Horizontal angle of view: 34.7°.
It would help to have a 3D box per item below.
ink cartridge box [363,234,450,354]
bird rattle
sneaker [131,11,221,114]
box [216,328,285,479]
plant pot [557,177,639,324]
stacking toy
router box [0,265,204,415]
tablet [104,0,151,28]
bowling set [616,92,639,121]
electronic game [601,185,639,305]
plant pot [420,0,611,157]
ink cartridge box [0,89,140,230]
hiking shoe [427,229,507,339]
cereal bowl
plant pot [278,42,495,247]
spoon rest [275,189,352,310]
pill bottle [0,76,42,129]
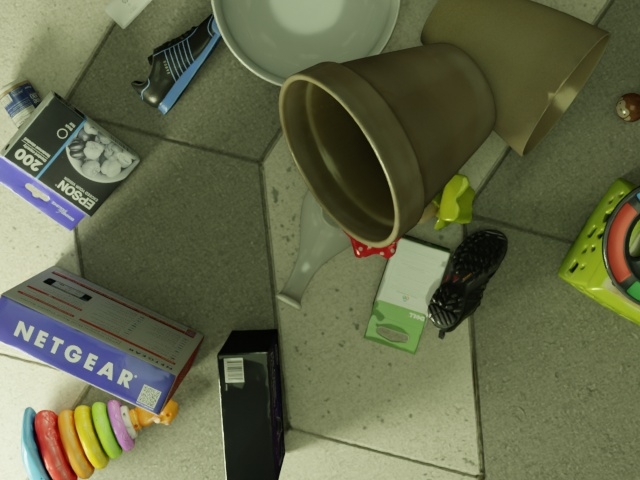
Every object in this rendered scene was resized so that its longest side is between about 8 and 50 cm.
[{"bbox_3d":[0.164,0.100,1.960,0.109,0.062,0.209,18,99,2],"label":"ink cartridge box"},{"bbox_3d":[0.156,-0.079,1.901,0.253,0.143,0.207,-19,61,8],"label":"bird rattle"},{"bbox_3d":[-0.258,-0.348,1.905,0.090,0.081,0.232,36,99,-8],"label":"sneaker"},{"bbox_3d":[-0.128,0.316,1.949,0.103,0.184,0.261,-3,99,1],"label":"box"},{"bbox_3d":[0.596,0.042,1.857,0.228,0.207,0.227,30,99,-3],"label":"plant pot"},{"bbox_3d":[-0.421,0.372,2.002,0.301,0.166,0.175,-21,113,-5],"label":"stacking toy"},{"bbox_3d":[-0.401,0.172,1.882,0.335,0.301,0.082,25,99,-1],"label":"router box"},{"bbox_3d":[-0.362,-0.446,1.933,0.083,0.006,0.054,-44,94,8],"label":"tablet"},{"bbox_3d":[0.646,-0.242,1.836,0.199,0.154,0.287,-21,97,6],"label":"bowling set"},{"bbox_3d":[0.589,0.008,1.723,0.229,0.048,0.229,0,99,2],"label":"electronic game"},{"bbox_3d":[0.323,-0.331,1.813,0.274,0.256,0.256,38,99,13],"label":"plant pot"},{"bbox_3d":[-0.486,-0.140,1.933,0.206,0.045,0.208,38,100,-27],"label":"ink cartridge box"},{"bbox_3d":[0.276,0.079,1.945,0.086,0.114,0.227,33,73,19],"label":"hiking shoe"},{"bbox_3d":[-0.025,-0.441,1.844,0.338,0.141,0.339,0,100,0],"label":"cereal bowl"},{"bbox_3d":[0.131,-0.194,1.744,0.280,0.323,0.323,-32,97,-22],"label":"plant pot"},{"bbox_3d":[0.000,0.000,1.957,0.137,0.084,0.276,30,86,-3],"label":"spoon rest"},{"bbox_3d":[-0.554,-0.243,1.944,0.067,0.067,0.120,-31,96,7],"label":"pill bottle"}]
